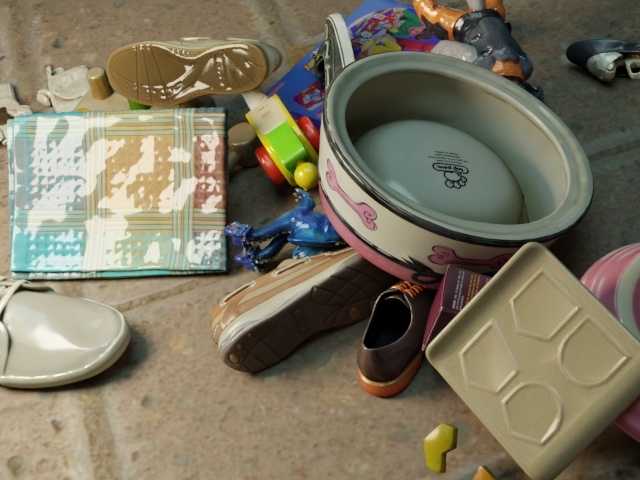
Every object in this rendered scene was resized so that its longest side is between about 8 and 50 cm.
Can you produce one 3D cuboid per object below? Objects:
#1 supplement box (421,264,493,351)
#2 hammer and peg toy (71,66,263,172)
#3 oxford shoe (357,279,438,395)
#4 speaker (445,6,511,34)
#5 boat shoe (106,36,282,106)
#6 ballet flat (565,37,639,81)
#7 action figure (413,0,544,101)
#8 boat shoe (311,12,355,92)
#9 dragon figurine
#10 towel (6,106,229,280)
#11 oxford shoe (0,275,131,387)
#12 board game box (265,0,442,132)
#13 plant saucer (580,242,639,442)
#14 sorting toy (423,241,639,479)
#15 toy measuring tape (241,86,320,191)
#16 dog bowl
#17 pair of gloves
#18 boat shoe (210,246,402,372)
[{"bbox_3d":[0.242,0.116,1.551,0.188,0.104,0.081,16,49,0],"label":"supplement box"},{"bbox_3d":[-0.296,-0.166,1.979,0.361,0.127,0.266,11,49,23],"label":"hammer and peg toy"},{"bbox_3d":[0.135,0.093,1.641,0.096,0.098,0.271,13,49,25],"label":"oxford shoe"},{"bbox_3d":[0.280,-0.389,2.123,0.136,0.055,0.055,20,53,29],"label":"speaker"},{"bbox_3d":[-0.212,-0.289,1.935,0.302,0.109,0.098,-2,15,22],"label":"boat shoe"},{"bbox_3d":[0.520,-0.304,1.976,0.203,0.074,0.074,6,47,15],"label":"ballet flat"},{"bbox_3d":[0.221,-0.333,1.909,0.341,0.178,0.330,-6,60,-24],"label":"action figure"},{"bbox_3d":[0.021,-0.310,1.975,0.070,0.078,0.219,-11,46,1],"label":"boat shoe"},{"bbox_3d":[0.000,0.000,1.775,0.289,0.085,0.144,10,49,20],"label":"dragon figurine"},{"bbox_3d":[-0.326,-0.075,1.845,0.370,0.040,0.272,-2,88,11],"label":"towel"},{"bbox_3d":[-0.500,0.113,1.749,0.449,0.130,0.169,10,47,20],"label":"oxford shoe"},{"bbox_3d":[0.091,-0.288,2.048,0.233,0.078,0.347,24,55,31],"label":"board game box"},{"bbox_3d":[0.483,0.123,1.473,0.332,0.084,0.332,6,52,-7],"label":"plant saucer"},{"bbox_3d":[0.242,0.184,1.447,0.307,0.041,0.229,-48,64,13],"label":"sorting toy"},{"bbox_3d":[-0.071,-0.186,1.927,0.121,0.121,0.330,-23,47,-10],"label":"toy measuring tape"},{"bbox_3d":[0.179,-0.095,1.686,0.407,0.150,0.408,12,43,-11],"label":"dog bowl"},{"bbox_3d":[-0.538,-0.260,2.192,0.240,0.042,0.204,-15,44,-3],"label":"pair of gloves"},{"bbox_3d":[-0.018,0.067,1.691,0.324,0.123,0.116,-25,43,-14],"label":"boat shoe"}]
